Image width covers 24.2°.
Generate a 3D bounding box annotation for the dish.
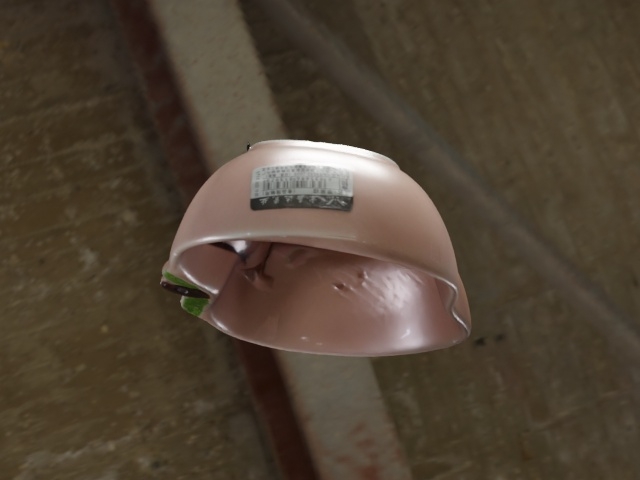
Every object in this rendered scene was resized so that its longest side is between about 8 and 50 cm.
[{"bbox_3d":[0.000,0.000,0.965,0.213,0.213,0.090,18,-114,-23],"label":"dish"}]
